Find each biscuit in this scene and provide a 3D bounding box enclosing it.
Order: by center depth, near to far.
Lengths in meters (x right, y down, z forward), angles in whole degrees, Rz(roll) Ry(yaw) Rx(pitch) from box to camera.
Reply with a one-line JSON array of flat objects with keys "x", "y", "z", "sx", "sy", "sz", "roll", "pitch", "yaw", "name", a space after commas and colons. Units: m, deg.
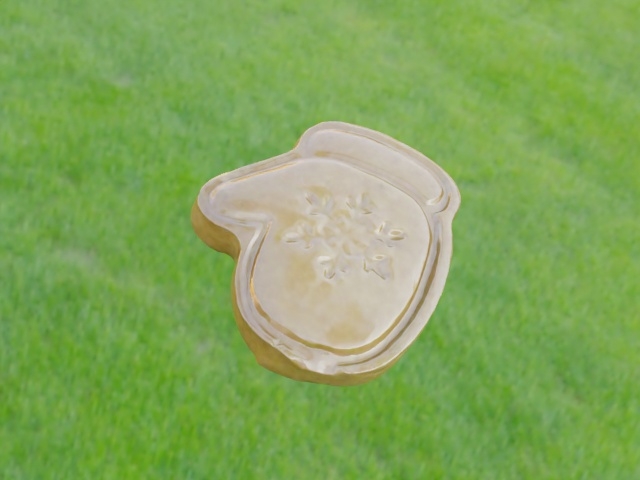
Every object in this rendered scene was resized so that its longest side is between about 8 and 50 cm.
[{"x": 0.000, "y": -0.001, "z": 0.630, "sx": 0.118, "sy": 0.023, "sz": 0.140, "roll": 17, "pitch": 52, "yaw": -3, "name": "biscuit"}]
